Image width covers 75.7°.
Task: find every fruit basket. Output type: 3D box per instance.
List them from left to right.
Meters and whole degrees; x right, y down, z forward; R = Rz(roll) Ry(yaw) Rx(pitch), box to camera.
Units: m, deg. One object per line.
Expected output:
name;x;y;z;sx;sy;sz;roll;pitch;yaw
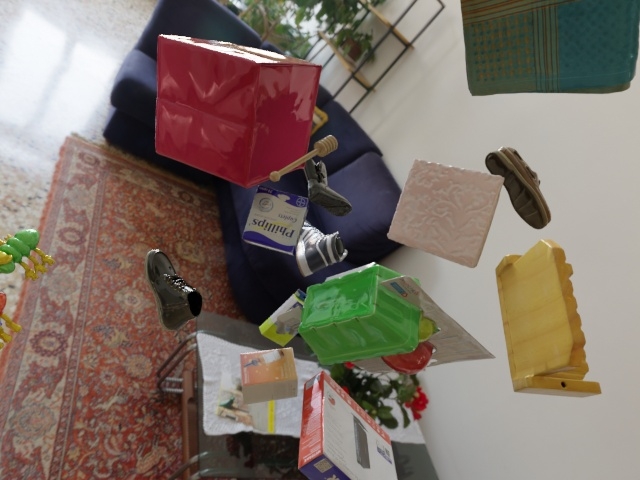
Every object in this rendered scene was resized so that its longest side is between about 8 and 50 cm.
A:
fruit basket;0.139;0.192;0.871;0.353;0.326;0.166;34;48;-36

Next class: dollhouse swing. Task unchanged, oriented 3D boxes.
dollhouse swing;0.629;0.193;1.039;0.314;0.305;0.347;9;63;-12

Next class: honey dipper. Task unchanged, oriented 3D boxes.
honey dipper;-0.029;-0.144;0.732;0.030;0.030;0.160;47;54;6

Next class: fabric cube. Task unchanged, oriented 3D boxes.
fabric cube;-0.184;-0.297;0.938;0.258;0.259;0.254;22;28;19

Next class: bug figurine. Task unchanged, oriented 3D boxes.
bug figurine;-0.548;0.029;0.594;0.278;0.072;0.216;30;46;-9

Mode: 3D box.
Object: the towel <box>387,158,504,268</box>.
towel;0.430;-0.104;1.440;0.331;0.317;0.053;21;7;31

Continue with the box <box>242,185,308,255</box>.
box;-0.105;-0.046;0.994;0.126;0.137;0.072;15;-8;1

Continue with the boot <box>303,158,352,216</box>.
boot;0.030;-0.232;1.770;0.246;0.094;0.207;23;46;-40

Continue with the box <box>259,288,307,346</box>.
box;-0.094;0.248;1.309;0.109;0.178;0.042;41;8;-39

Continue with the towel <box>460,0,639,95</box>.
towel;0.311;-0.397;0.592;0.271;0.040;0.370;26;-37;52

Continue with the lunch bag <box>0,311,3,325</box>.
lunch bag;-0.678;0.105;0.746;0.151;0.129;0.096;-8;16;-32

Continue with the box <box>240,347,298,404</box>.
box;-0.164;0.425;1.299;0.170;0.091;0.130;-4;35;-13

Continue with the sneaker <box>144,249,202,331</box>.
sneaker;-0.373;0.112;1.067;0.083;0.118;0.222;-3;69;-60

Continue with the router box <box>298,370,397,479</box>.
router box;0.084;0.581;1.140;0.335;0.082;0.301;48;14;-16

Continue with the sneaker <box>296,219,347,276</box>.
sneaker;0.000;0.000;1.369;0.282;0.153;0.099;-97;162;-56

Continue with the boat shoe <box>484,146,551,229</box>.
boat shoe;0.682;-0.187;1.370;0.104;0.111;0.308;-22;76;-18
